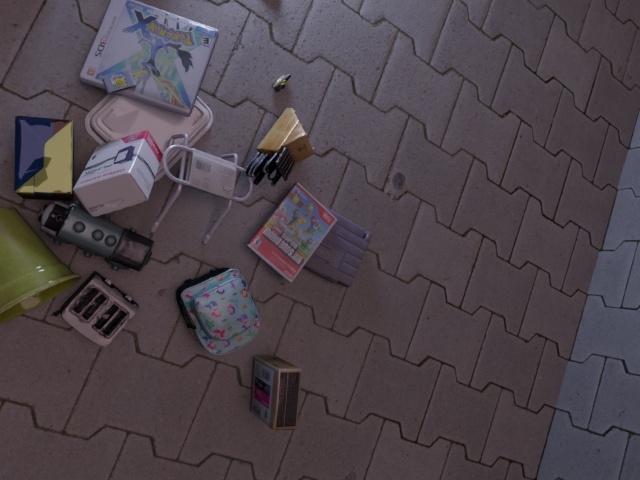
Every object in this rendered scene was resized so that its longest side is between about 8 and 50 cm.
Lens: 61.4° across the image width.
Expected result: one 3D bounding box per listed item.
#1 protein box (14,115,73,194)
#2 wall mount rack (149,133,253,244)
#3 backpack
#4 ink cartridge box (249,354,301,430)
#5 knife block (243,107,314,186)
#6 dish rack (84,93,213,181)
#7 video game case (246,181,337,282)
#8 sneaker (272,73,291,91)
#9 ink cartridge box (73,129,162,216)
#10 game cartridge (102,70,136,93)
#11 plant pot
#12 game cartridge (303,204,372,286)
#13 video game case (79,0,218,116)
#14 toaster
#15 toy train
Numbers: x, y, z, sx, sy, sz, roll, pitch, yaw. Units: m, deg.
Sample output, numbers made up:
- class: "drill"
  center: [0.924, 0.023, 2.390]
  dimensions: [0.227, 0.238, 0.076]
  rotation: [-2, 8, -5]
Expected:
- class: "protein box"
  center: [-0.750, -0.217, 1.476]
  dimensions: [0.136, 0.201, 0.199]
  rotation: [1, 89, -23]
- class: "wall mount rack"
  center: [-0.380, -0.153, 1.678]
  dimensions: [0.350, 0.131, 0.304]
  rotation: [16, 78, -49]
- class: "backpack"
  center: [-0.313, 0.232, 1.718]
  dimensions: [0.225, 0.191, 0.253]
  rotation: [-24, 106, -26]
- class: "ink cartridge box"
  center: [-0.151, 0.491, 1.766]
  dimensions: [0.088, 0.235, 0.193]
  rotation: [7, 86, -26]
- class: "knife block"
  center: [-0.154, -0.303, 1.804]
  dimensions: [0.242, 0.275, 0.088]
  rotation: [-25, 134, 3]
- class: "dish rack"
  center: [-0.517, -0.377, 1.672]
  dimensions: [0.285, 0.072, 0.333]
  rotation: [45, 72, -20]
- class: "video game case"
  center: [-0.093, -0.028, 1.850]
  dimensions: [0.204, 0.025, 0.285]
  rotation: [42, 72, -20]
- class: "sneaker"
  center: [-0.133, -0.553, 1.891]
  dimensions: [0.083, 0.031, 0.035]
  rotation: [-42, 121, -16]
- class: "ink cartridge box"
  center: [-0.560, -0.191, 1.512]
  dimensions: [0.172, 0.237, 0.100]
  rotation: [-15, 129, 9]
- class: "game cartridge"
  center: [-0.584, -0.461, 1.564]
  dimensions: [0.083, 0.017, 0.056]
  rotation: [-22, 80, -15]
- class: "plant pot"
  center: [-0.831, 0.060, 1.428]
  dimensions: [0.276, 0.276, 0.253]
  rotation: [-32, 92, -23]
- class: "game cartridge"
  center: [0.000, 0.000, 1.942]
  dimensions: [0.355, 0.068, 0.230]
  rotation: [29, 81, -24]
- class: "video game case"
  center: [-0.509, -0.559, 1.626]
  dimensions: [0.329, 0.036, 0.299]
  rotation: [17, 76, -9]
- class: "toaster"
  center: [-0.653, 0.205, 1.580]
  dimensions: [0.168, 0.110, 0.185]
  rotation: [45, 72, -19]
- class: "toy train"
  center: [-0.635, -0.013, 1.544]
  dimensions: [0.334, 0.190, 0.142]
  rotation: [29, 77, -24]
